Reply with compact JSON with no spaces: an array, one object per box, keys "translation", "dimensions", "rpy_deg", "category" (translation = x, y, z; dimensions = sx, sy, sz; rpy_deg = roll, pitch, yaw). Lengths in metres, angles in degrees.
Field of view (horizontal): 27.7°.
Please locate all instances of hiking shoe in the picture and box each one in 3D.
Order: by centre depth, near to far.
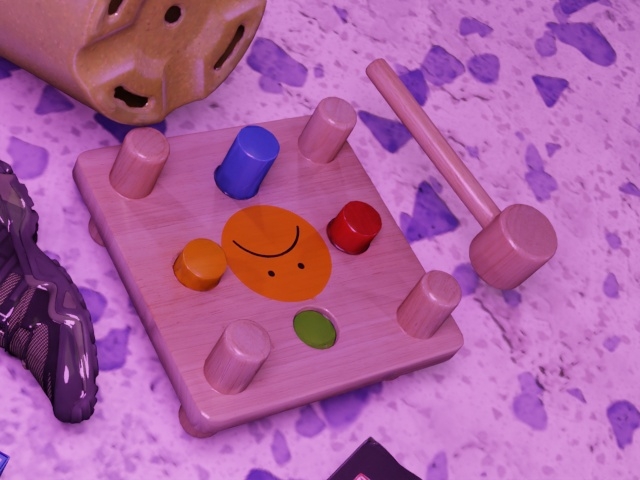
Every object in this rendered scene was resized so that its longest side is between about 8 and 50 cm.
[{"translation":[-0.243,0.049,0.961],"dimensions":[0.114,0.086,0.227],"rpy_deg":[-21,62,-22],"category":"hiking shoe"}]

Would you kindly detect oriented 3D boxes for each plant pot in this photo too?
[{"translation":[-0.185,-0.227,1.003],"dimensions":[0.276,0.276,0.254],"rpy_deg":[-25,52,-38],"category":"plant pot"}]

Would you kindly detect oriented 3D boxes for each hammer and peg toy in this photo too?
[{"translation":[0.000,0.000,1.080],"dimensions":[0.361,0.127,0.266],"rpy_deg":[-14,62,-34],"category":"hammer and peg toy"}]

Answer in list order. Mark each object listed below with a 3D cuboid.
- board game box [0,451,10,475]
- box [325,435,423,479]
[{"translation":[-0.336,0.156,0.844],"dimensions":[0.210,0.047,0.160],"rpy_deg":[33,49,-4],"category":"board game box"},{"translation":[0.055,0.323,0.887],"dimensions":[0.293,0.073,0.295],"rpy_deg":[37,46,14],"category":"box"}]
